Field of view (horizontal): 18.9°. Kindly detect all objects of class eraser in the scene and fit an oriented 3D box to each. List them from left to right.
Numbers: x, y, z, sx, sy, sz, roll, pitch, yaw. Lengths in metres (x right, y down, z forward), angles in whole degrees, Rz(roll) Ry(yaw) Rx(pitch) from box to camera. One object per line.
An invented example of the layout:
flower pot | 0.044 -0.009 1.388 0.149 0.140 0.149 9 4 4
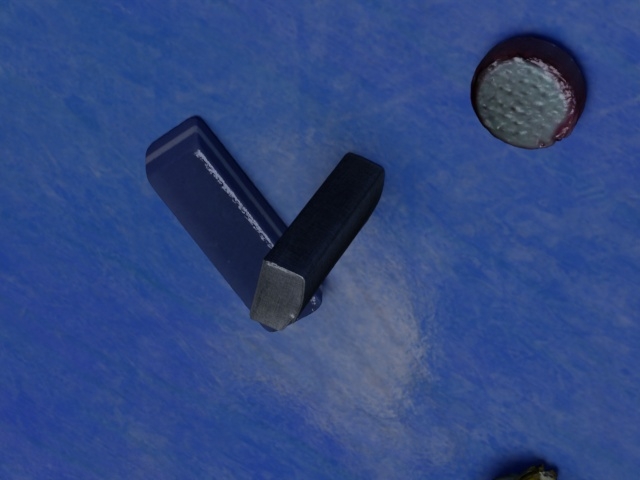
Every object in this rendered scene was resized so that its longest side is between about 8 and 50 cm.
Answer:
eraser | -0.086 -0.014 1.898 0.082 0.036 0.225 -31 103 36

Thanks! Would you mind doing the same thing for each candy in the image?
candy | 0.182 -0.129 1.692 0.103 0.043 0.103 12 124 19

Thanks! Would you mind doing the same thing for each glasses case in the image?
glasses case | 0.000 0.000 1.758 0.047 0.205 0.071 23 127 10

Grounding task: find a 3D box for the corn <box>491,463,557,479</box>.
corn | 0.172 0.359 1.965 0.123 0.122 0.305 50 131 27
